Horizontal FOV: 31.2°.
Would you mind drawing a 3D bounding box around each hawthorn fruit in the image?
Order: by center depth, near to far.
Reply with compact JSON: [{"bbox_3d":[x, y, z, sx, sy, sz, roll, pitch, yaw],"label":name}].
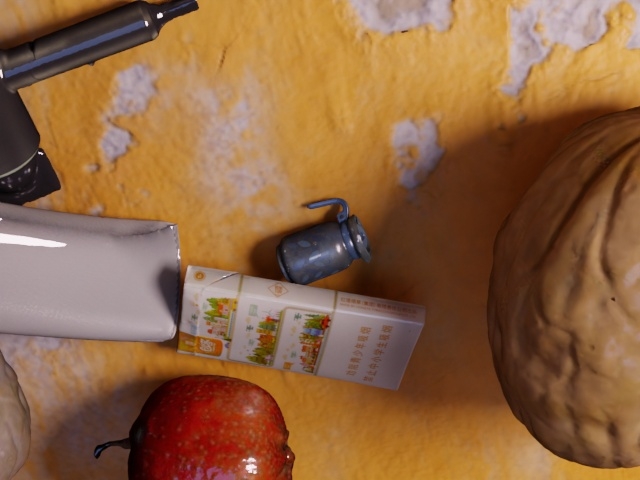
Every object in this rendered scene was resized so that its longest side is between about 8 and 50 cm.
[{"bbox_3d":[-0.122,0.205,1.095,0.194,0.157,0.157,5,116,4],"label":"hawthorn fruit"}]

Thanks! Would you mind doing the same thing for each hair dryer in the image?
[{"bbox_3d":[-0.213,-0.139,0.982,0.248,0.078,0.195,-20,127,1],"label":"hair dryer"}]

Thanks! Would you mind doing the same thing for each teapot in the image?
[{"bbox_3d":[0.002,0.002,1.055,0.083,0.063,0.049,-21,150,10],"label":"teapot"}]

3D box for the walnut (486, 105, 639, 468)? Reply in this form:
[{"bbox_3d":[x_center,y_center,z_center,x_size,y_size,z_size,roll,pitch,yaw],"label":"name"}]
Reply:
[{"bbox_3d":[0.277,0.041,0.942,0.252,0.277,0.313,18,125,28],"label":"walnut"}]

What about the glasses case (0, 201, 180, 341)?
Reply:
[{"bbox_3d":[-0.270,0.020,1.015,0.308,0.083,0.128,10,101,-36],"label":"glasses case"}]

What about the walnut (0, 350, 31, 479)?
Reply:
[{"bbox_3d":[-0.375,0.163,1.061,0.224,0.224,0.224,1,116,2],"label":"walnut"}]

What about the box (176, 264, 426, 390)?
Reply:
[{"bbox_3d":[-0.022,0.084,1.076,0.221,0.032,0.122,10,143,-4],"label":"box"}]
